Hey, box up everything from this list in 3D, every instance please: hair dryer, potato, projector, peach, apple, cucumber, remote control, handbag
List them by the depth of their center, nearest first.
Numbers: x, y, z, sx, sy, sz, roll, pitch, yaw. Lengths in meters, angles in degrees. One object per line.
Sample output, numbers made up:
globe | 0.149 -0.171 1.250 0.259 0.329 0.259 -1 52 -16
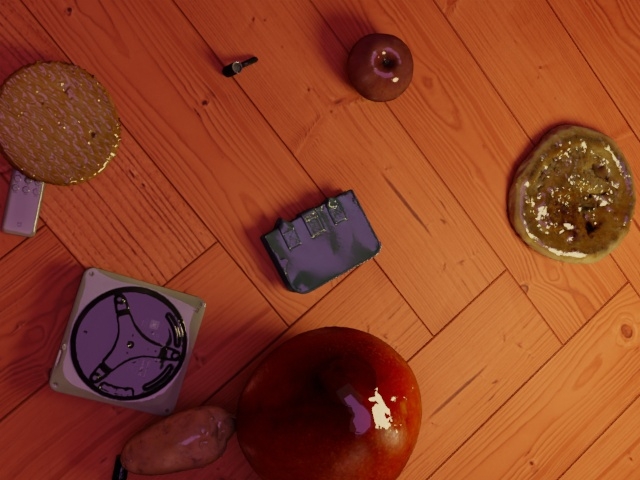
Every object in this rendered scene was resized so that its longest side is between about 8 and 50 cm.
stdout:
remote control | -0.582 -0.138 1.525 0.067 0.029 0.261 11 88 -17
peach | 0.026 0.351 1.528 0.388 0.388 0.388 0 91 -16
potato | -0.285 0.415 1.551 0.235 0.161 0.128 -12 69 -24
projector | -0.392 0.209 1.561 0.259 0.079 0.257 18 85 -18
cucumber | -0.422 0.515 1.584 0.032 0.032 0.133 10 89 -16
hair dryer | -0.169 -0.379 1.641 0.083 0.047 0.026 -36 109 -32
apple | 0.134 -0.384 1.684 0.153 0.120 0.153 0 92 -15
handbag | 0.000 0.000 1.685 0.229 0.062 0.179 -30 96 -14

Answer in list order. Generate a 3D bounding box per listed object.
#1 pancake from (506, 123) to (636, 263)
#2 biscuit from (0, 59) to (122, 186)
pancake | 0.628 -0.112 1.864 0.356 0.065 0.356 1 87 -16
biscuit | -0.523 -0.232 1.513 0.254 0.035 0.254 -2 93 -32
